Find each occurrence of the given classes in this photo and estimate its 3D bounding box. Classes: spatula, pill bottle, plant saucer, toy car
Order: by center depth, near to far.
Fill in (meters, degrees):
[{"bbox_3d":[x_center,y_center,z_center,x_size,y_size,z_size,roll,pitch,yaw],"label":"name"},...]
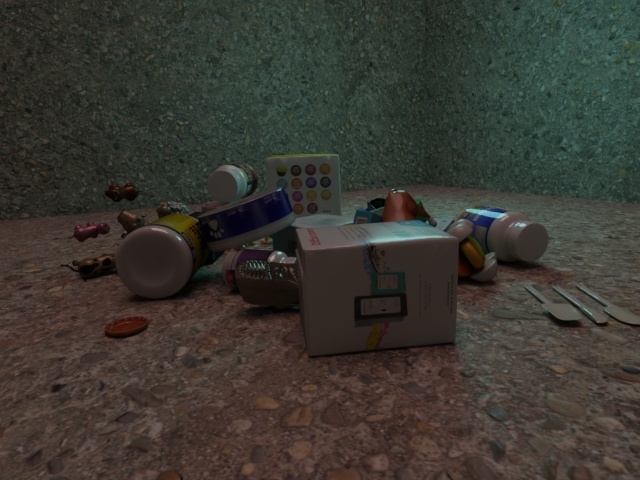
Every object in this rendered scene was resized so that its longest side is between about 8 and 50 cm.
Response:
[{"bbox_3d":[-0.404,0.180,0.885,0.083,0.013,0.083,-3,11,1],"label":"plant saucer"},{"bbox_3d":[0.543,0.128,0.911,0.168,0.019,0.242,-2,12,7],"label":"spatula"},{"bbox_3d":[-0.143,0.078,1.084,0.193,0.108,0.108,2,13,23],"label":"pill bottle"},{"bbox_3d":[0.377,0.040,1.132,0.136,0.159,0.182,-37,-2,24],"label":"toy car"},{"bbox_3d":[-0.420,0.025,1.199,0.187,0.188,0.334,-3,12,-2],"label":"pill bottle"},{"bbox_3d":[0.543,-0.020,1.290,0.152,0.153,0.272,-6,12,-16],"label":"pill bottle"},{"bbox_3d":[-0.383,-0.253,1.862,0.162,0.162,0.278,-1,13,7],"label":"pill bottle"}]

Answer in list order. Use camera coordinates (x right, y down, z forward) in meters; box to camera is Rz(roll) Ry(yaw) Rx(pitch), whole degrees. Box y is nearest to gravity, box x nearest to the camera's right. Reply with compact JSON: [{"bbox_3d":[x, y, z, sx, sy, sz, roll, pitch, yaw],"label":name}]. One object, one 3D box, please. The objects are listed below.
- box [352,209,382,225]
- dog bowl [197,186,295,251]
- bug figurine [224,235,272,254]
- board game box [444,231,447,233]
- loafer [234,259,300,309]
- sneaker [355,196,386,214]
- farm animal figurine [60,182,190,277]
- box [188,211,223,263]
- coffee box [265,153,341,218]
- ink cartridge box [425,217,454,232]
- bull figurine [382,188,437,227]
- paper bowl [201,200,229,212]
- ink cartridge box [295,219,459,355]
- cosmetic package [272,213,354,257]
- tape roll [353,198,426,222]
[{"bbox_3d":[0.186,-0.004,1.210,0.244,0.101,0.060,19,-4,-43],"label":"box"},{"bbox_3d":[-0.210,-0.064,1.218,0.264,0.104,0.265,-18,12,4],"label":"dog bowl"},{"bbox_3d":[-0.227,-0.008,1.597,0.278,0.072,0.216,-7,12,-17],"label":"bug figurine"},{"bbox_3d":[0.346,0.025,1.344,0.193,0.060,0.194,-5,12,-5],"label":"board game box"},{"bbox_3d":[-0.063,0.107,0.968,0.268,0.092,0.102,10,37,-9],"label":"loafer"},{"bbox_3d":[0.248,-0.116,1.823,0.129,0.147,0.330,-7,12,-21],"label":"sneaker"},{"bbox_3d":[-0.606,-0.013,1.377,0.326,0.331,0.172,25,-12,-41],"label":"farm animal figurine"},{"bbox_3d":[-0.406,-0.014,1.471,0.108,0.153,0.207,-2,13,0],"label":"box"},{"bbox_3d":[-0.087,-0.251,2.080,0.337,0.335,0.338,-3,12,-4],"label":"coffee box"},{"bbox_3d":[0.392,-0.036,1.615,0.185,0.065,0.311,3,11,25],"label":"ink cartridge box"},{"bbox_3d":[0.210,0.013,1.086,0.188,0.311,0.101,34,-34,-32],"label":"bull figurine"},{"bbox_3d":[-0.377,-0.101,1.886,0.284,0.148,0.284,-2,12,0],"label":"paper bowl"},{"bbox_3d":[0.093,0.078,0.813,0.269,0.197,0.198,-4,12,-6],"label":"ink cartridge box"},{"bbox_3d":[0.000,0.000,1.355,0.224,0.138,0.224,-11,15,-41],"label":"cosmetic package"},{"bbox_3d":[0.214,-0.061,1.520,0.321,0.077,0.321,-20,9,3],"label":"tape roll"}]
